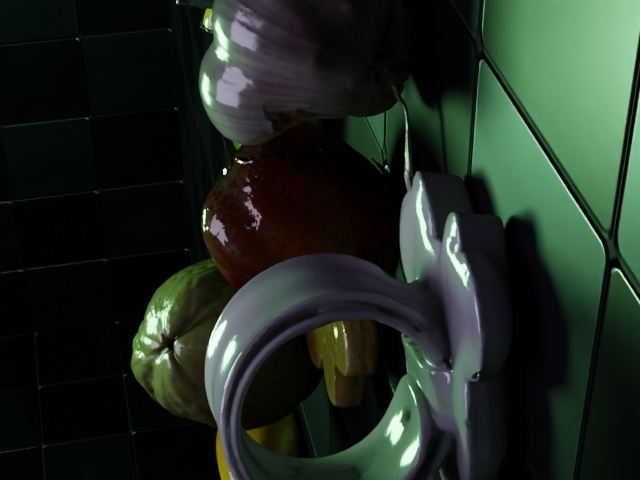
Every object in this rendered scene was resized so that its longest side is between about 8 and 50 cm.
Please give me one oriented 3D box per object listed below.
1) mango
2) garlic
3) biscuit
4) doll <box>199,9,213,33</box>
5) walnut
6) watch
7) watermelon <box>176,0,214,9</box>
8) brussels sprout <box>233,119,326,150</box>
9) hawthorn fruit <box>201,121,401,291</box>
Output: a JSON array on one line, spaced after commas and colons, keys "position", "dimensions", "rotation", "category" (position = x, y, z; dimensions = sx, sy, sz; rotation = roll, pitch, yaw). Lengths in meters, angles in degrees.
[{"position": [-0.090, 0.377, 2.150], "dimensions": [0.257, 0.138, 0.187], "rotation": [-100, -4, -51], "category": "mango"}, {"position": [0.019, -0.142, 1.170], "dimensions": [0.257, 0.207, 0.207], "rotation": [52, 172, -5], "category": "garlic"}, {"position": [0.016, 0.049, 1.524], "dimensions": [0.355, 0.052, 0.275], "rotation": [161, 102, -82], "category": "biscuit"}, {"position": [-0.087, -0.354, 1.675], "dimensions": [0.143, 0.135, 0.221], "rotation": [34, 133, 33], "category": "doll"}, {"position": [-0.120, 0.134, 1.754], "dimensions": [0.283, 0.282, 0.227], "rotation": [107, 140, -68], "category": "walnut"}, {"position": [0.026, 0.093, 1.006], "dimensions": [0.211, 0.217, 0.249], "rotation": [-124, 28, -69], "category": "watch"}, {"position": [-0.104, -0.448, 1.462], "dimensions": [0.258, 0.228, 0.387], "rotation": [127, 130, -63], "category": "watermelon"}, {"position": [-0.053, -0.149, 1.588], "dimensions": [0.155, 0.117, 0.155], "rotation": [-6, -90, -90], "category": "brussels sprout"}, {"position": [0.000, 0.000, 1.273], "dimensions": [0.235, 0.181, 0.181], "rotation": [45, 165, 4], "category": "hawthorn fruit"}]
